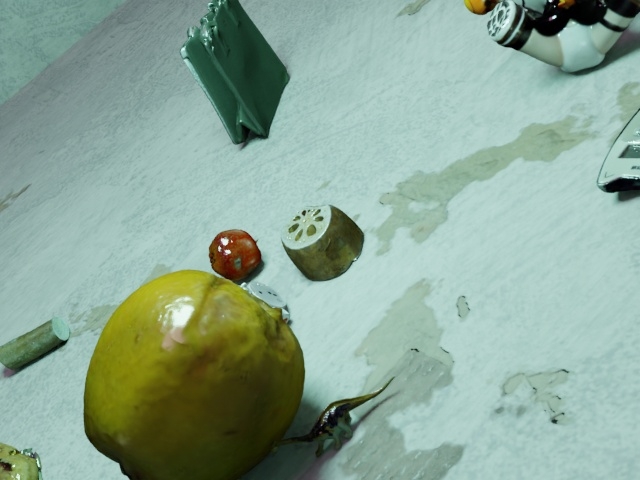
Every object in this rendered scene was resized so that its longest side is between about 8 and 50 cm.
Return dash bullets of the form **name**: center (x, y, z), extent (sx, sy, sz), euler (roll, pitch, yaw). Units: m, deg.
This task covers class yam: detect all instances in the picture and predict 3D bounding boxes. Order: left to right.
- **yam**: center (-0.525, 0.189, 1.865), extent (0.132, 0.054, 0.054), euler (-29, 31, 9)

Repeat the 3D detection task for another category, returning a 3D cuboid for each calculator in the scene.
- **calculator**: center (0.486, -0.150, 1.357), extent (0.177, 0.040, 0.268), euler (7, 50, 48)

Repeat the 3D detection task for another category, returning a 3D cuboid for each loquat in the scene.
- **loquat**: center (-0.158, 0.186, 1.295), extent (0.284, 0.276, 0.276), euler (-56, 35, -9)

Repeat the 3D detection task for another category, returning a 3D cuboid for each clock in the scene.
- **clock**: center (-0.103, 0.092, 1.524), extent (0.041, 0.129, 0.087), euler (-58, 46, 17)

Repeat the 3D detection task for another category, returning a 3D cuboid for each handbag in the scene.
- **handbag**: center (-0.170, -0.358, 2.066), extent (0.079, 0.260, 0.248), euler (-15, 35, 23)

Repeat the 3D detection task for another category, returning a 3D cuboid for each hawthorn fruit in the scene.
- **hawthorn fruit**: center (-0.139, 0.023, 1.694), extent (0.093, 0.093, 0.093), euler (-25, 32, 17)

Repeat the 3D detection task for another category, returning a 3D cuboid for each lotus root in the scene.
- **lotus root**: center (-0.001, 0.003, 1.595), extent (0.122, 0.081, 0.112), euler (0, 53, 44)

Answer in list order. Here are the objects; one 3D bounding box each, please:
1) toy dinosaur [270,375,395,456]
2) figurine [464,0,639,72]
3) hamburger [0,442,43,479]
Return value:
- **toy dinosaur**: center (0.021, 0.231, 1.287), extent (0.180, 0.058, 0.037), euler (-33, 36, -22)
- **figurine**: center (0.398, -0.424, 1.672), extent (0.320, 0.196, 0.323), euler (-12, 43, 18)
- **hamburger**: center (-0.449, 0.412, 1.349), extent (0.276, 0.195, 0.318), euler (-33, 33, -2)
